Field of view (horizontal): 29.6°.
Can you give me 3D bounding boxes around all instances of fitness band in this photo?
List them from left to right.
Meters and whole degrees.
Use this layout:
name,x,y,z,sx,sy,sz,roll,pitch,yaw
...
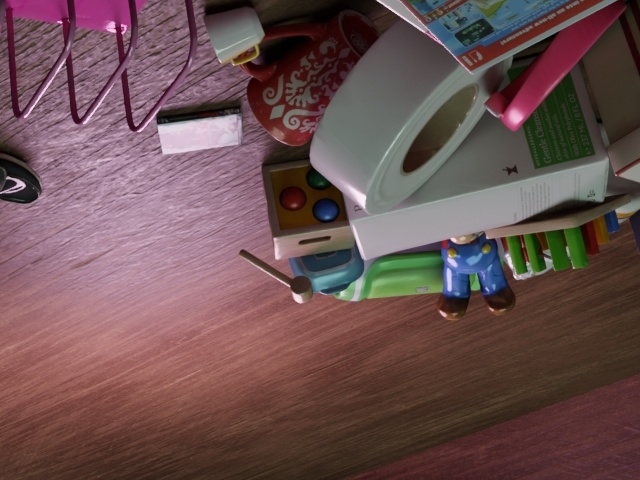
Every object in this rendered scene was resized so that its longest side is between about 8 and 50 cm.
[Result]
name,x,y,z,sx,sy,sz,roll,pitch,yaw
fitness band,0.300,-0.230,1.531,0.209,0.054,0.291,-46,178,15

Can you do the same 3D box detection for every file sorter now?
name,x,y,z,sx,sy,sz,roll,pitch,yaw
file sorter,-0.300,-0.241,1.290,0.291,0.182,0.202,5,151,-31

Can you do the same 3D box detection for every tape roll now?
name,x,y,z,sx,sy,sz,roll,pitch,yaw
tape roll,0.118,-0.170,1.542,0.286,0.100,0.286,-44,164,-16

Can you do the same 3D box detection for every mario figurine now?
name,x,y,z,sx,sy,sz,roll,pitch,yaw
mario figurine,0.232,0.015,1.967,0.198,0.170,0.320,-33,133,-16

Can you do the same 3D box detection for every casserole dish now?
name,x,y,z,sx,sy,sz,roll,pitch,yaw
casserole dish,0.000,0.000,1.933,0.114,0.188,0.037,-16,146,-4

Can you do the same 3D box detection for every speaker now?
name,x,y,z,sx,sy,sz,roll,pitch,yaw
speaker,0.167,0.037,2.151,0.297,0.131,0.131,-5,155,-14

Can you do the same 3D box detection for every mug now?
name,x,y,z,sx,sy,sz,roll,pitch,yaw
mug,-0.103,-0.257,1.497,0.064,0.062,0.078,-22,177,2
mug,-0.012,-0.216,1.556,0.150,0.113,0.169,12,143,-44

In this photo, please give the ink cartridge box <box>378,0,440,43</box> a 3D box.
name,x,y,z,sx,sy,sz,roll,pitch,yaw
ink cartridge box,0.109,-0.337,1.208,0.283,0.117,0.207,30,139,-20

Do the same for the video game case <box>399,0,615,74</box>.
name,x,y,z,sx,sy,sz,roll,pitch,yaw
video game case,0.138,-0.291,1.142,0.204,0.025,0.285,-25,129,37

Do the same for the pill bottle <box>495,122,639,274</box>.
name,x,y,z,sx,sy,sz,roll,pitch,yaw
pill bottle,0.407,-0.060,1.998,0.162,0.162,0.278,2,152,-26

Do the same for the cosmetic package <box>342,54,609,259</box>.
name,x,y,z,sx,sy,sz,roll,pitch,yaw
cosmetic package,0.209,-0.121,1.748,0.366,0.197,0.155,-14,156,4

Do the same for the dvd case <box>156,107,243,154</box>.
name,x,y,z,sx,sy,sz,roll,pitch,yaw
dvd case,-0.171,-0.156,1.729,0.119,0.013,0.087,-9,155,-6

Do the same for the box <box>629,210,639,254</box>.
name,x,y,z,sx,sy,sz,roll,pitch,yaw
box,0.675,-0.032,2.009,0.294,0.296,0.183,7,150,-35

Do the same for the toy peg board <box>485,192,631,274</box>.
name,x,y,z,sx,sy,sz,roll,pitch,yaw
toy peg board,0.361,-0.006,1.809,0.161,0.079,0.161,-8,-172,45

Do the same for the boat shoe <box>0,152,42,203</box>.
name,x,y,z,sx,sy,sz,roll,pitch,yaw
boat shoe,-0.481,-0.084,1.678,0.084,0.079,0.233,-26,153,26

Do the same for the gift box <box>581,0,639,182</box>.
name,x,y,z,sx,sy,sz,roll,pitch,yaw
gift box,0.529,-0.208,1.619,0.255,0.258,0.276,7,151,-35

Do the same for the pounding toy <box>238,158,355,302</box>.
name,x,y,z,sx,sy,sz,roll,pitch,yaw
pounding toy,-0.039,-0.015,1.855,0.181,0.206,0.094,-9,155,-4
